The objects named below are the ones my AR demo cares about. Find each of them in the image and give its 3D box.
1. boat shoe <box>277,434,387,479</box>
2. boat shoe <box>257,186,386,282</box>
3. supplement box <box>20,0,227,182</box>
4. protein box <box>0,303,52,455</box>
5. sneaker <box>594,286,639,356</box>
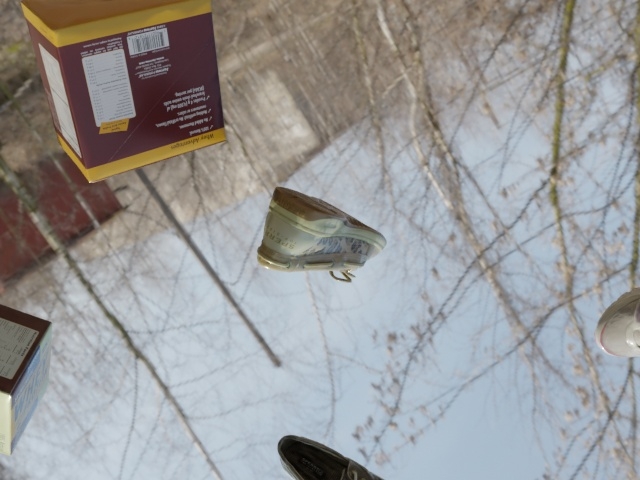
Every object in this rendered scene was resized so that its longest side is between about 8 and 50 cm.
[{"bbox_3d":[0.048,0.477,1.457,0.335,0.119,0.121,21,-107,27],"label":"boat shoe"},{"bbox_3d":[0.000,0.000,0.978,0.089,0.104,0.285,-63,155,5],"label":"boat shoe"},{"bbox_3d":[-0.237,-0.207,0.961,0.191,0.194,0.129,-22,-140,-25],"label":"supplement box"},{"bbox_3d":[-0.534,0.195,1.171,0.200,0.201,0.136,115,-6,-46],"label":"protein box"},{"bbox_3d":[0.507,0.125,1.092,0.252,0.103,0.111,-20,-164,39],"label":"sneaker"}]
